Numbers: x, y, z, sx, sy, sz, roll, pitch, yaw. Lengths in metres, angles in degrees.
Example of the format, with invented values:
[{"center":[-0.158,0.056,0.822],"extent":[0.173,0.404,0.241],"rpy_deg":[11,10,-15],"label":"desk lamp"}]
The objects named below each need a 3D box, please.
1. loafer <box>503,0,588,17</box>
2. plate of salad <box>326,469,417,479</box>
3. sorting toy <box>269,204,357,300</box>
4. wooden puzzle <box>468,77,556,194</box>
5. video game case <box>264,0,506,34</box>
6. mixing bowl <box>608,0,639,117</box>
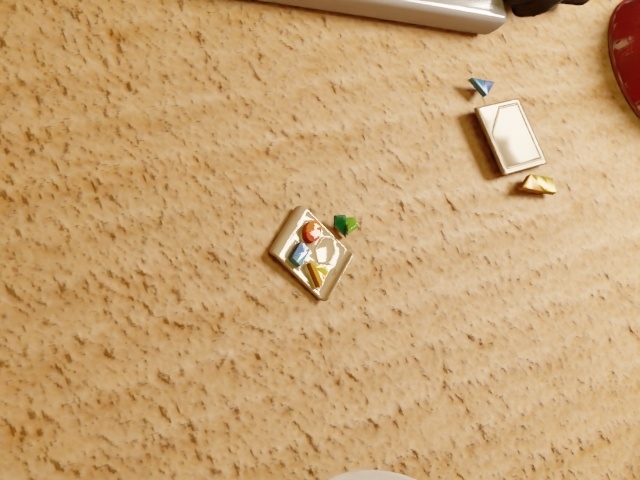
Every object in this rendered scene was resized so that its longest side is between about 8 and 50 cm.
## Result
[{"center":[0.249,-0.263,1.426],"extent":[0.220,0.080,0.078],"rpy_deg":[-43,121,-42],"label":"loafer"},{"center":[0.049,0.262,1.048],"extent":[0.200,0.048,0.200],"rpy_deg":[15,55,-22],"label":"plate of salad"},{"center":[0.000,0.000,1.155],"extent":[0.062,0.012,0.083],"rpy_deg":[42,50,-15],"label":"sorting toy"},{"center":[0.173,-0.093,1.337],"extent":[0.078,0.014,0.116],"rpy_deg":[-5,73,-44],"label":"wooden puzzle"},{"center":[0.007,-0.339,1.307],"extent":[0.329,0.036,0.300],"rpy_deg":[2,69,-37],"label":"video game case"},{"center":[0.394,-0.191,1.500],"extent":[0.181,0.098,0.181],"rpy_deg":[17,60,-33],"label":"mixing bowl"}]
